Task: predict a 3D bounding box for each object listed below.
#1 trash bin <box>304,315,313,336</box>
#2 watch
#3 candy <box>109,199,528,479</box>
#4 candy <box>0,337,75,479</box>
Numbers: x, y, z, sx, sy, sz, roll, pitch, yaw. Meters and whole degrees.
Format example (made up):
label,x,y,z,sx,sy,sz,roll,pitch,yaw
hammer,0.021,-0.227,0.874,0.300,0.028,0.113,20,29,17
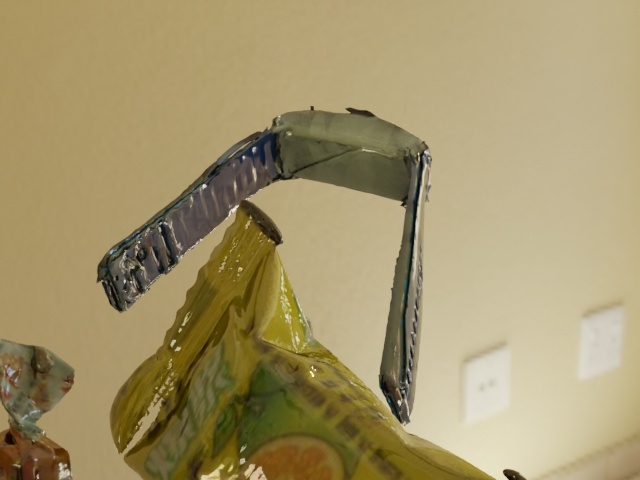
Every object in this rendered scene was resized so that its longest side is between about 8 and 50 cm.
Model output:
label,x,y,z,sx,sy,sz,roll,pitch,yaw
trash bin,-0.054,0.116,1.501,0.092,0.061,0.043,-23,-32,29
watch,0.013,0.001,1.164,0.276,0.068,0.274,20,42,26
candy,-0.011,0.129,0.853,0.297,0.187,0.081,43,12,37
candy,-0.168,0.148,0.855,0.053,0.182,0.046,-3,4,-44
